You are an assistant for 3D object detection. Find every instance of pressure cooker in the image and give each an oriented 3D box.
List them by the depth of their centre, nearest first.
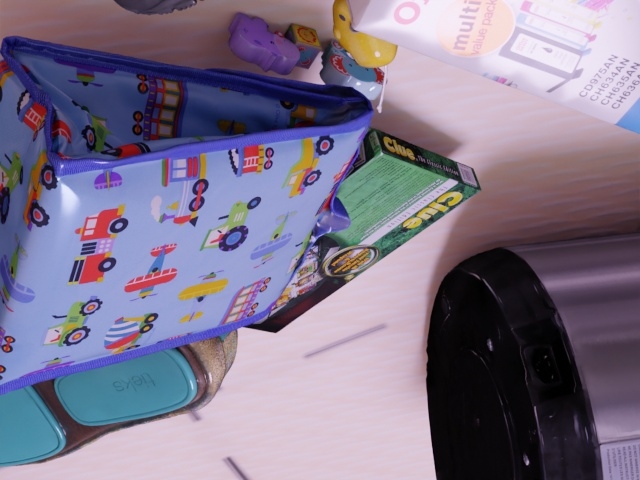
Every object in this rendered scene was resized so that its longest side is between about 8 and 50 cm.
[{"bbox_3d":[0.339,0.172,1.264,0.420,0.375,0.370,-7,137,-11],"label":"pressure cooker"}]

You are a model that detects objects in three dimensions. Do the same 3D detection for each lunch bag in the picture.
[{"bbox_3d":[-0.100,-0.017,1.002,0.293,0.138,0.221,-2,135,-32],"label":"lunch bag"}]

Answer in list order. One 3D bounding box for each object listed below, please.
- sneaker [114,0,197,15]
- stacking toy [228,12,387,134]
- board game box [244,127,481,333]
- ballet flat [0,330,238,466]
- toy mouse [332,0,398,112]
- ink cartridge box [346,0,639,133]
[{"bbox_3d":[-0.066,-0.267,0.822,0.130,0.109,0.286,21,119,-30],"label":"sneaker"},{"bbox_3d":[-0.007,-0.136,1.025,0.221,0.052,0.167,9,135,-30],"label":"stacking toy"},{"bbox_3d":[0.000,0.000,1.177,0.260,0.030,0.136,-36,144,30],"label":"board game box"},{"bbox_3d":[-0.217,0.121,1.199,0.348,0.123,0.123,-17,145,30],"label":"ballet flat"},{"bbox_3d":[0.070,-0.186,0.965,0.143,0.031,0.161,-41,130,-8],"label":"toy mouse"},{"bbox_3d":[0.144,-0.195,0.786,0.233,0.168,0.171,16,130,-23],"label":"ink cartridge box"}]
